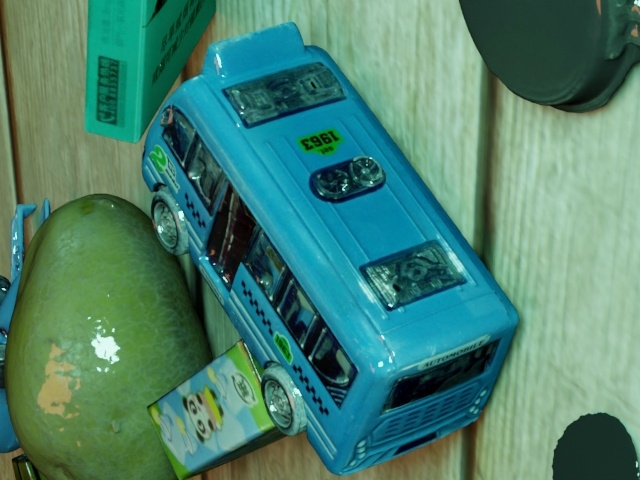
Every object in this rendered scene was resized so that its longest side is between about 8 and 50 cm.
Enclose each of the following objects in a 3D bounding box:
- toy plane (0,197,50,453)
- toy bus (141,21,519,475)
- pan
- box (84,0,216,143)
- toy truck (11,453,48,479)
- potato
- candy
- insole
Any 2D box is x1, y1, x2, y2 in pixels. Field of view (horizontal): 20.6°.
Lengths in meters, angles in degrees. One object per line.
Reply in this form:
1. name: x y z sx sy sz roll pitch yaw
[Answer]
1. toy plane: -0.259 0.100 1.513 0.271 0.105 0.254 -58 36 39
2. toy bus: 0.000 0.000 1.003 0.246 0.114 0.134 56 149 26
3. pan: 0.131 -0.104 0.797 0.235 0.028 0.136 38 138 46
4. box: -0.093 -0.193 1.030 0.042 0.161 0.226 13 131 7
5. toy truck: -0.215 0.300 1.564 0.127 0.127 0.257 -13 90 66
6. potato: -0.158 0.080 1.293 0.178 0.160 0.235 -26 66 44
7. candy: -0.034 0.096 1.144 0.062 0.097 0.194 64 152 7
8. insole: 0.150 0.195 0.873 0.080 0.003 0.232 -36 51 41
